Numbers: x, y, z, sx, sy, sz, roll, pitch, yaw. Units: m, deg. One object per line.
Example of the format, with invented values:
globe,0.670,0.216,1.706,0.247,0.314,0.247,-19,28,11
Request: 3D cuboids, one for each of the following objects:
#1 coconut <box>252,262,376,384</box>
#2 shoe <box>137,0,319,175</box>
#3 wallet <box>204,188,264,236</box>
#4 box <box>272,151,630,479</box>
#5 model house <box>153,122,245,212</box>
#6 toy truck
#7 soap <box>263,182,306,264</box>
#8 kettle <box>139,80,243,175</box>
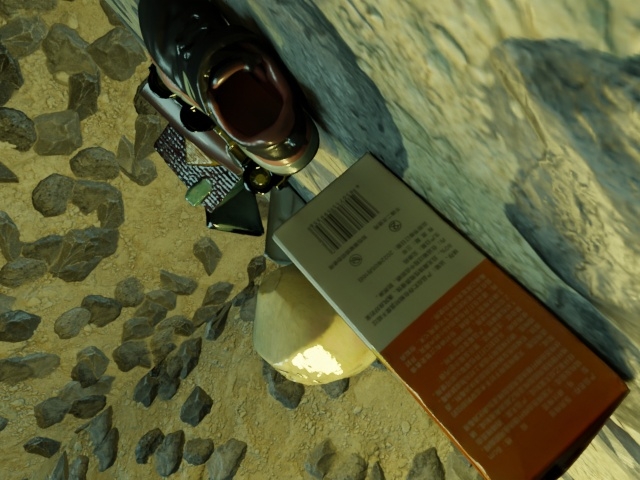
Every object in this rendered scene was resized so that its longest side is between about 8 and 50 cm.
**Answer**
coconut,-0.014,0.201,1.387,0.352,0.352,0.352,48,176,4
shoe,-0.120,-0.197,0.629,0.291,0.114,0.137,46,-179,2
wallet,-0.285,-0.179,1.642,0.191,0.046,0.379,7,-128,-35
box,0.127,0.098,0.580,0.341,0.143,0.225,48,176,28
model house,-0.322,-0.248,1.464,0.280,0.249,0.230,49,176,1
toy truck,-0.132,-0.191,0.807,0.257,0.127,0.127,49,-177,-21
soap,-0.019,-0.048,1.589,0.302,0.257,0.159,5,175,1
kettle,-0.187,-0.233,0.978,0.232,0.144,0.202,47,-163,-20
